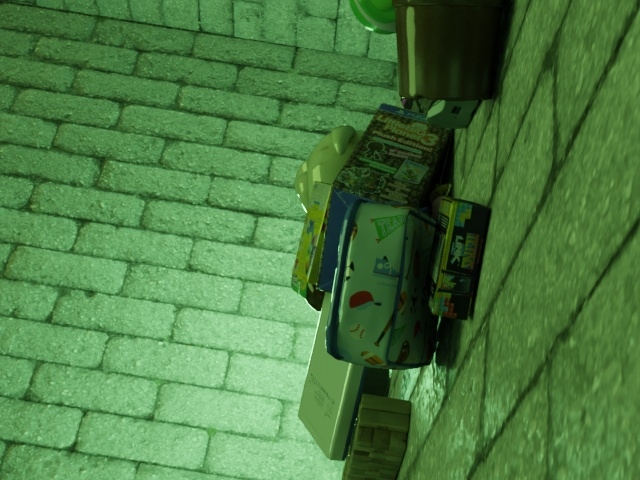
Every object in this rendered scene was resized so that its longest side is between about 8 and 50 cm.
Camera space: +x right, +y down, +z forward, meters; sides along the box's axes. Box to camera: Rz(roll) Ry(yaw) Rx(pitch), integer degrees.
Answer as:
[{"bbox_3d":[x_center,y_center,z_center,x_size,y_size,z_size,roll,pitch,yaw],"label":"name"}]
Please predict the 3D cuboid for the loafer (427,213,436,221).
[{"bbox_3d":[0.172,0.032,1.492,0.062,0.061,0.170,-42,-31,-41],"label":"loafer"}]

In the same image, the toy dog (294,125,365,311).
[{"bbox_3d":[0.091,-0.009,1.970,0.395,0.284,0.408,97,172,-62],"label":"toy dog"}]

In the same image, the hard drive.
[{"bbox_3d":[0.034,0.225,1.737,0.210,0.040,0.319,-143,64,-68],"label":"hard drive"}]

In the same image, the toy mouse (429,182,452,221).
[{"bbox_3d":[0.194,-0.032,1.524,0.161,0.031,0.143,97,-177,-70],"label":"toy mouse"}]

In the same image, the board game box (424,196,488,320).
[{"bbox_3d":[0.172,0.018,1.174,0.170,0.048,0.141,-61,-19,-84],"label":"board game box"}]

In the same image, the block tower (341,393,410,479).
[{"bbox_3d":[0.094,0.419,1.712,0.335,0.097,0.091,96,-176,-47],"label":"block tower"}]

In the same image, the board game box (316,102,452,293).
[{"bbox_3d":[0.116,-0.063,1.621,0.291,0.141,0.232,-60,-17,-48],"label":"board game box"}]

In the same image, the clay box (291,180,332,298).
[{"bbox_3d":[0.000,0.000,1.773,0.127,0.053,0.222,-152,75,-73],"label":"clay box"}]

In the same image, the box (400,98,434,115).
[{"bbox_3d":[0.202,-0.261,1.728,0.162,0.029,0.116,-104,27,-43],"label":"box"}]

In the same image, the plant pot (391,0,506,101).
[{"bbox_3d":[0.169,-0.273,1.231,0.167,0.166,0.165,-76,-12,-79],"label":"plant pot"}]

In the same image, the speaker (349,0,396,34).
[{"bbox_3d":[0.158,-0.422,1.352,0.296,0.131,0.131,-32,44,58],"label":"speaker"}]

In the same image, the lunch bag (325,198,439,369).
[{"bbox_3d":[0.104,0.061,1.315,0.303,0.114,0.243,20,-104,-71],"label":"lunch bag"}]

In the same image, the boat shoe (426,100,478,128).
[{"bbox_3d":[0.212,-0.231,1.405,0.183,0.065,0.083,125,157,-79],"label":"boat shoe"}]

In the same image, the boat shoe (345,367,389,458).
[{"bbox_3d":[0.101,0.374,2.191,0.103,0.118,0.321,-91,2,-70],"label":"boat shoe"}]
